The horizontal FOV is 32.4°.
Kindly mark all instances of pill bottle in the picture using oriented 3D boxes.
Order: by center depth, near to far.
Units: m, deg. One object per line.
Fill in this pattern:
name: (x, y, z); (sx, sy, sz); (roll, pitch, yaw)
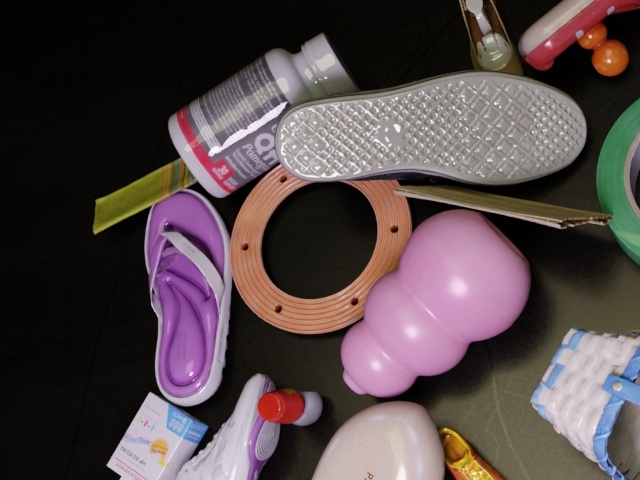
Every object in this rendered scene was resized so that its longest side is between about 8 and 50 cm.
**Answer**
pill bottle: (-0.094, -0.226, 1.936); (0.318, 0.176, 0.176); (-32, 61, 10)

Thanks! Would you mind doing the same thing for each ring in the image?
ring: (0.000, 0.000, 1.894); (0.336, 0.032, 0.337); (-9, 67, 21)

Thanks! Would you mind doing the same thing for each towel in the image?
towel: (-0.322, -0.094, 2.049); (0.237, 0.021, 0.102); (-26, 33, 13)

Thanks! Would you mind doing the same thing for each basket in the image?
basket: (0.451, 0.239, 1.479); (0.289, 0.255, 0.201); (28, 81, 41)

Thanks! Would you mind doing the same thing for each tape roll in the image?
tape roll: (0.581, -0.091, 1.650); (0.321, 0.077, 0.321); (-8, 68, 21)

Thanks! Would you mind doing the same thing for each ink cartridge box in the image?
ink cartridge box: (-0.285, 0.364, 1.859); (0.104, 0.061, 0.181); (26, 83, 29)

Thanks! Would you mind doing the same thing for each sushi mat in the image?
sushi mat: (0.276, -0.055, 1.691); (0.316, 0.151, 0.019); (14, 102, 43)

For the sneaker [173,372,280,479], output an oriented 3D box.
sneaker: (-0.161, 0.355, 1.779); (0.152, 0.114, 0.305); (12, 76, 25)

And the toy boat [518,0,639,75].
toy boat: (0.445, -0.334, 1.784); (0.231, 0.151, 0.151); (-38, 91, 7)

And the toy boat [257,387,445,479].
toy boat: (0.045, 0.329, 1.692); (0.318, 0.148, 0.268); (37, 99, 25)

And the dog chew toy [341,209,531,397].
dog chew toy: (0.162, 0.110, 1.692); (0.332, 0.206, 0.207); (-45, 60, 11)

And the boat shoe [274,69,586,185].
boat shoe: (0.176, -0.180, 1.791); (0.499, 0.156, 0.187); (-4, 100, 3)

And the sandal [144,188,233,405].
sandal: (-0.238, 0.078, 1.924); (0.169, 0.102, 0.417); (-18, 63, 14)

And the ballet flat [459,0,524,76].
ballet flat: (0.282, -0.349, 1.879); (0.080, 0.073, 0.232); (-24, 63, 14)

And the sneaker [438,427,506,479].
sneaker: (0.229, 0.352, 1.639); (0.064, 0.067, 0.175); (-47, 62, -1)
